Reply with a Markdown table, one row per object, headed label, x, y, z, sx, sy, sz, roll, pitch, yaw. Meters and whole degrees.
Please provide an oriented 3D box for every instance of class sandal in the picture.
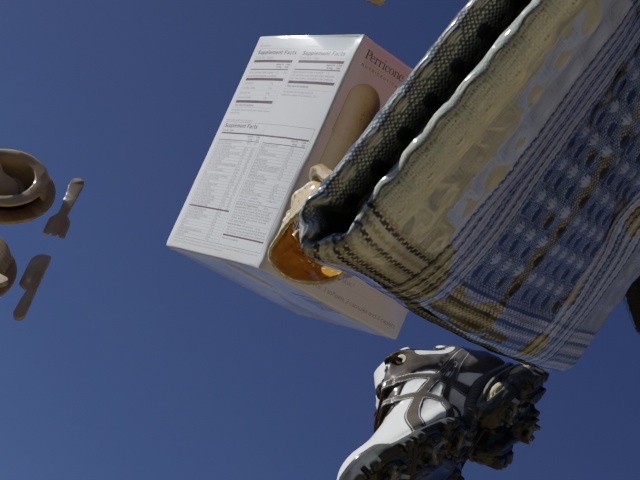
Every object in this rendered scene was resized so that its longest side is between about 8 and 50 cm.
| label | x | y | z | sx | sy | sz | roll | pitch | yaw |
| --- | --- | --- | --- | --- | --- | --- | --- | --- | --- |
| sandal | -0.004 | -0.006 | 1.011 | 0.088 | 0.079 | 0.240 | 58 | -10 | -2 |

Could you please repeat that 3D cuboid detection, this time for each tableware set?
| label | x | y | z | sx | sy | sz | roll | pitch | yaw |
| --- | --- | --- | --- | --- | --- | --- | --- | --- | --- |
| tableware set | -0.279 | -0.020 | 1.135 | 0.128 | 0.194 | 0.039 | 13 | -50 | -1 |

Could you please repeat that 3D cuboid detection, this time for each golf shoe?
| label | x | y | z | sx | sy | sz | roll | pitch | yaw |
| --- | --- | --- | --- | --- | --- | --- | --- | --- | --- |
| golf shoe | 0.056 | 0.116 | 0.834 | 0.094 | 0.198 | 0.077 | 26 | -65 | 30 |

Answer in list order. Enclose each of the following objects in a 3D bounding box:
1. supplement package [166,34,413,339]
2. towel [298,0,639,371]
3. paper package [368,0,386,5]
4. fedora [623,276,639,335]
| label | x | y | z | sx | sy | sz | roll | pitch | yaw |
| --- | --- | --- | --- | --- | --- | --- | --- | --- | --- |
| supplement package | 0.007 | -0.062 | 1.477 | 0.199 | 0.262 | 0.198 | 29 | -11 | -34 |
| towel | 0.164 | -0.080 | 0.640 | 0.056 | 0.324 | 0.312 | 41 | 6 | 31 |
| paper package | 0.000 | -0.371 | 0.874 | 0.309 | 0.168 | 0.325 | 24 | -66 | -30 |
| fedora | 0.404 | 0.025 | 1.322 | 0.334 | 0.152 | 0.334 | -5 | -3 | 0 |
